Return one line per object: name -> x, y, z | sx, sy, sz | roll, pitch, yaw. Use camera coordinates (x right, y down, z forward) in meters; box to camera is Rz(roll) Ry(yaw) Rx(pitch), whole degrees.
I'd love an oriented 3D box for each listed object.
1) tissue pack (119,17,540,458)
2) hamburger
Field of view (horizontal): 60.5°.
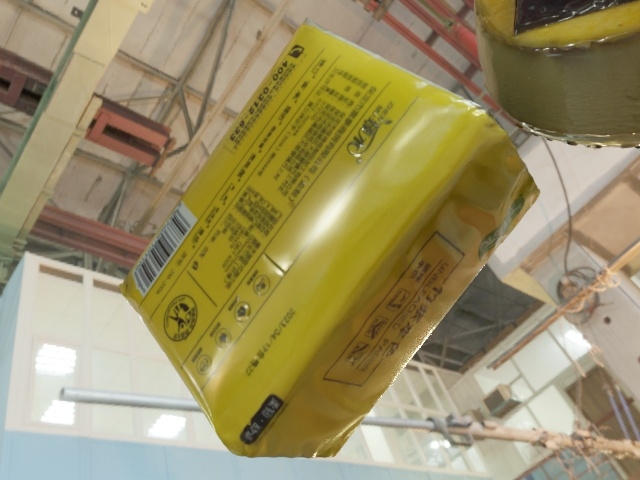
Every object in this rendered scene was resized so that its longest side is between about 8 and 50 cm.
tissue pack -> 0.000, 0.000, 0.621 | 0.382, 0.293, 0.228 | -54, -38, 7
hamburger -> 0.300, -0.221, 0.539 | 0.300, 0.300, 0.176 | -33, -42, 8
